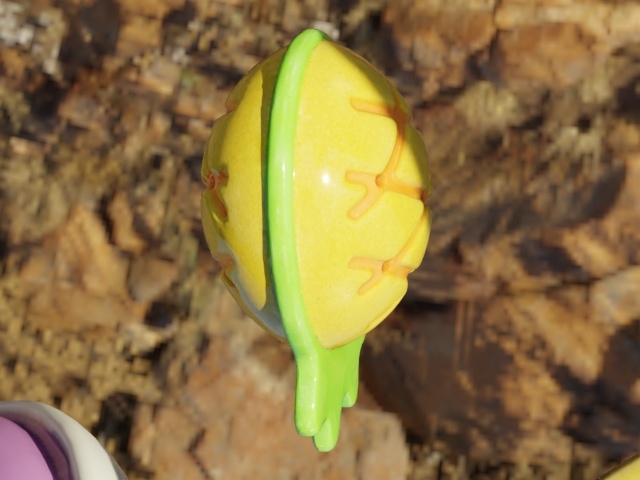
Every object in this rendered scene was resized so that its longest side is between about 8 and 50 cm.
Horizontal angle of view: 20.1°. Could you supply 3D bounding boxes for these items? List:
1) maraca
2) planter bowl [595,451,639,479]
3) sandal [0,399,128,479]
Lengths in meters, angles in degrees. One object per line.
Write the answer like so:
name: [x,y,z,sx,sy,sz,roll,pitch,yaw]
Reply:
maraca: [0.000,0.000,0.789,0.099,0.127,0.186,3,114,17]
planter bowl: [0.101,0.120,0.242,0.217,0.217,0.090,-10,129,30]
sandal: [-0.127,0.109,0.348,0.169,0.416,0.102,-33,106,8]
